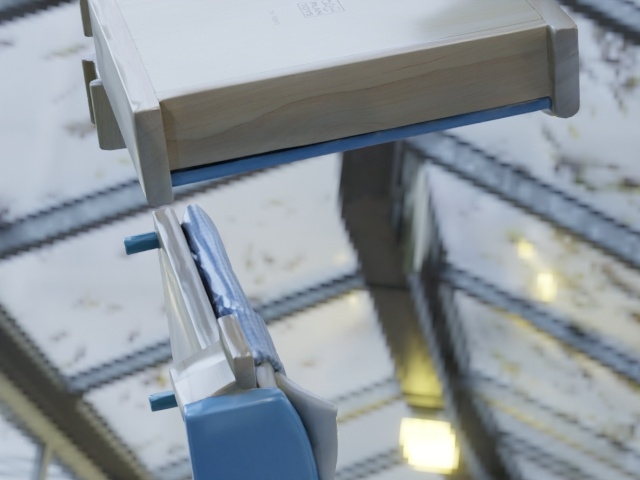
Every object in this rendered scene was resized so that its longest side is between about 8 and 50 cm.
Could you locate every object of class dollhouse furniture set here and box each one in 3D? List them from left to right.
[{"bbox_3d":[0.000,0.000,0.971,0.198,0.286,0.303,-11,-59,-10],"label":"dollhouse furniture set"}]
